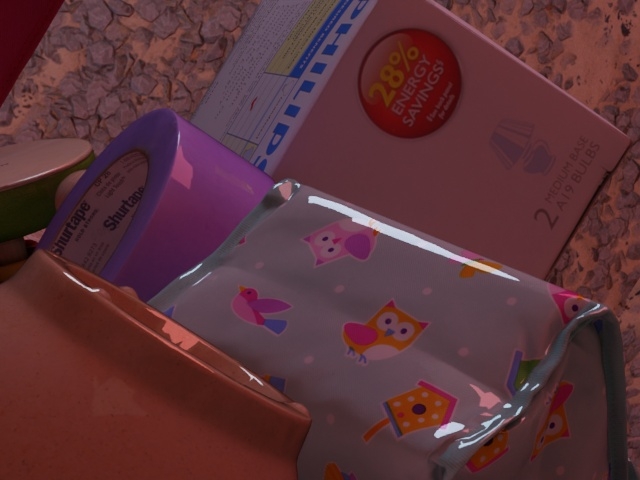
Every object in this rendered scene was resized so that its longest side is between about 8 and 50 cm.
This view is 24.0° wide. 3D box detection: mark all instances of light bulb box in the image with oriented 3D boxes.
[{"bbox_3d":[0.000,0.000,1.184,0.225,0.358,0.361,31,-1,-18],"label":"light bulb box"}]

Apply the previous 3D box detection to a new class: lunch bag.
[{"bbox_3d":[0.050,0.123,0.825,0.223,0.160,0.262,22,-35,37],"label":"lunch bag"}]

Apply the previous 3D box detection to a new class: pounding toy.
[{"bbox_3d":[-0.253,-0.015,1.313,0.237,0.110,0.183,-5,18,21],"label":"pounding toy"}]

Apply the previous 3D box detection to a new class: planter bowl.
[{"bbox_3d":[-0.070,0.071,0.439,0.162,0.109,0.162,32,-1,1],"label":"planter bowl"}]

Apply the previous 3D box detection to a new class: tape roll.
[{"bbox_3d":[-0.115,0.016,0.944,0.080,0.189,0.189,34,-3,-24],"label":"tape roll"}]

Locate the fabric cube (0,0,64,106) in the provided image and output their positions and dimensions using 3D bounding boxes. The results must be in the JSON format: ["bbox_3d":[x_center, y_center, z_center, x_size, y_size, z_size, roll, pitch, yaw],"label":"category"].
[{"bbox_3d":[-0.374,-0.181,1.012,0.258,0.254,0.259,32,-1,33],"label":"fabric cube"}]
